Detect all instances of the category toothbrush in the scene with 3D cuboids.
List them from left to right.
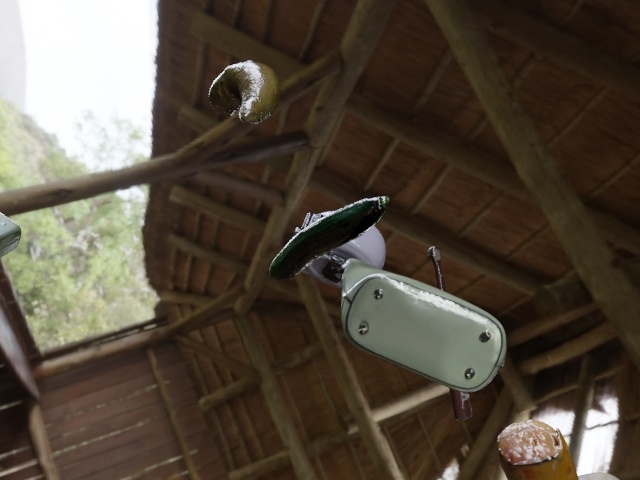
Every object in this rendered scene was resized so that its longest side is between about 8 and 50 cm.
[{"bbox_3d":[0.266,0.190,1.449,0.041,0.041,0.363,158,-77,-71],"label":"toothbrush"}]

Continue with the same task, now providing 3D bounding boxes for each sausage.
[{"bbox_3d":[0.315,0.379,0.984,0.109,0.109,0.270,39,-35,59],"label":"sausage"}]

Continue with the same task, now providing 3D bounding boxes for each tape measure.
[{"bbox_3d":[0.033,0.025,1.389,0.178,0.196,0.105,109,2,-53],"label":"tape measure"}]

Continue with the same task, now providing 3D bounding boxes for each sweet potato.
[{"bbox_3d":[-0.144,-0.291,1.362,0.124,0.098,0.310,-57,-152,2],"label":"sweet potato"}]

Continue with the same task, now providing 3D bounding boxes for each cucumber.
[{"bbox_3d":[0.000,0.000,1.023,0.284,0.056,0.056,-35,-110,47],"label":"cucumber"}]

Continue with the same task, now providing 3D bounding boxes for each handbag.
[{"bbox_3d":[0.138,0.087,0.957,0.315,0.241,0.109,-50,165,-78],"label":"handbag"}]

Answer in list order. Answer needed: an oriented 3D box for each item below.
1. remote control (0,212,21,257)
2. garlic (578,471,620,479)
[{"bbox_3d":[-0.459,-0.045,0.799,0.234,0.098,0.038,32,-61,12],"label":"remote control"},{"bbox_3d":[0.434,0.531,1.125,0.241,0.322,0.322,87,-22,-48],"label":"garlic"}]
